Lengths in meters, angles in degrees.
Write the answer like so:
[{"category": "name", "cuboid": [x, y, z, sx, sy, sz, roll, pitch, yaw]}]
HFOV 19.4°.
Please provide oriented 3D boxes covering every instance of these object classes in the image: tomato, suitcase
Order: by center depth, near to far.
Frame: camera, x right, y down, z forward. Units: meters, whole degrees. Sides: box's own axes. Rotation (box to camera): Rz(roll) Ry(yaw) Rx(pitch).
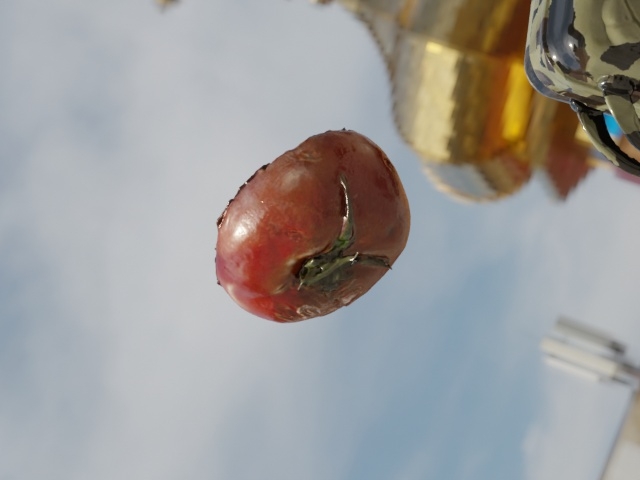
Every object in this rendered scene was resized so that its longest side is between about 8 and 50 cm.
[{"category": "tomato", "cuboid": [0.003, 0.003, 1.926, 0.228, 0.101, 0.228, -23, -34, -17]}, {"category": "suitcase", "cuboid": [0.417, -0.240, 2.196, 0.194, 0.351, 0.339, 142, 141, -66]}]
